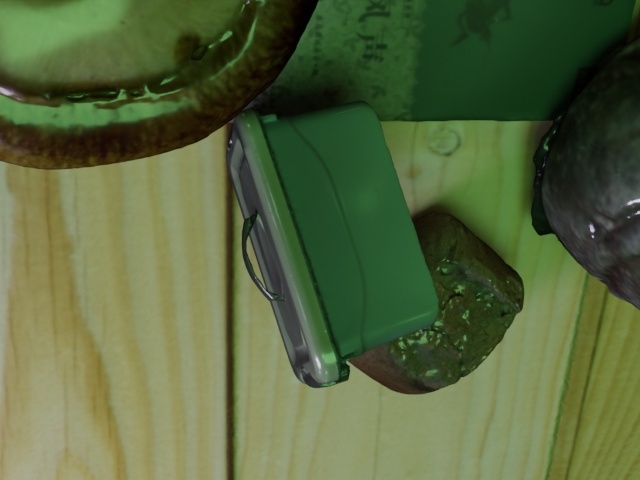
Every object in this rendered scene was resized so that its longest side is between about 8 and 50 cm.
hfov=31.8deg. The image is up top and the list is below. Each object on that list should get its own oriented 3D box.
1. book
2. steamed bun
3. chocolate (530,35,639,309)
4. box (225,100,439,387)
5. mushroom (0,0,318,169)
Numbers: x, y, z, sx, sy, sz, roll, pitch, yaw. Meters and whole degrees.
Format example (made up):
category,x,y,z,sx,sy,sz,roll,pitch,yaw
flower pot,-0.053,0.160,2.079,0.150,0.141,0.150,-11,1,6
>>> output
category,x,y,z,sx,sy,sz,roll,pitch,yaw
book,0.082,-0.214,0.911,0.379,0.031,0.264,-1,125,-8
steamed bun,0.099,0.068,1.050,0.175,0.106,0.145,-40,120,13
chocolate,0.358,-0.028,0.955,0.303,0.213,0.303,-9,128,-11
box,0.000,0.000,0.917,0.130,0.162,0.227,-18,84,-10
mushroom,-0.166,-0.205,0.716,0.345,0.259,0.346,-2,102,-10
